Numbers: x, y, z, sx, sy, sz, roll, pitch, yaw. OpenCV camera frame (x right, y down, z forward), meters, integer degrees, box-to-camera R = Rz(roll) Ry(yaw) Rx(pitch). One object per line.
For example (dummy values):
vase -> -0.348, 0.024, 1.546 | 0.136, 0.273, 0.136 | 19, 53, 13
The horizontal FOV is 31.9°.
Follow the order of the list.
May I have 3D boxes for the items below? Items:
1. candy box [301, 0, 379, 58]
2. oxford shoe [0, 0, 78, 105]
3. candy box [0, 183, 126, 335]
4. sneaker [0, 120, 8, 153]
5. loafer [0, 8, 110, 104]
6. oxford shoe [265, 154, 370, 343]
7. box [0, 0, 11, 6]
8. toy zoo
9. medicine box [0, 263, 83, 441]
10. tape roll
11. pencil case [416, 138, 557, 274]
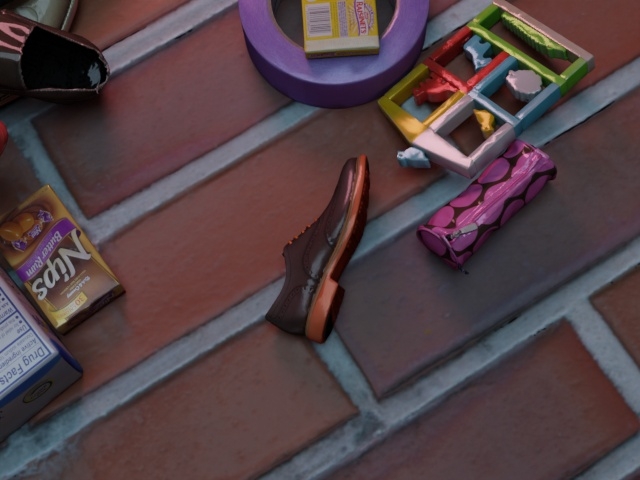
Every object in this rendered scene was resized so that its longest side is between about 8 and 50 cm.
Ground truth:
candy box -> 0.024, -0.358, 1.586 | 0.105, 0.027, 0.205 | -3, 74, -1
oxford shoe -> -0.503, -0.263, 1.606 | 0.140, 0.146, 0.397 | 36, 78, 12
candy box -> -0.370, 0.026, 1.568 | 0.109, 0.053, 0.186 | -37, 77, -9
sneaker -> -0.489, -0.123, 1.551 | 0.221, 0.128, 0.087 | -28, 106, 29
loafer -> -0.442, -0.264, 1.512 | 0.366, 0.130, 0.133 | 2, 94, -39
oxford shoe -> 0.000, 0.000, 1.543 | 0.098, 0.097, 0.271 | 15, 75, 12
box -> -0.440, -0.473, 1.652 | 0.216, 0.060, 0.270 | 40, 59, 21
toy zoo -> 0.217, -0.207, 1.593 | 0.293, 0.030, 0.192 | -41, 56, -9
medicine box -> -0.515, 0.140, 1.490 | 0.263, 0.149, 0.289 | -39, 77, -9
tape roll -> 0.020, -0.336, 1.641 | 0.275, 0.090, 0.274 | -1, 74, 2
pencil case -> 0.234, -0.052, 1.547 | 0.095, 0.098, 0.209 | 43, 79, 13
